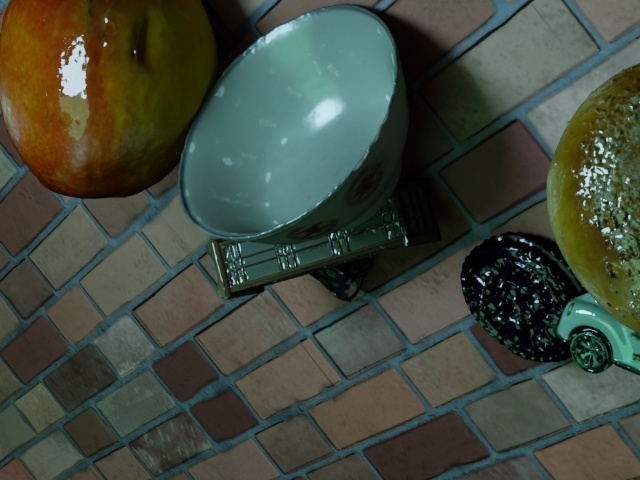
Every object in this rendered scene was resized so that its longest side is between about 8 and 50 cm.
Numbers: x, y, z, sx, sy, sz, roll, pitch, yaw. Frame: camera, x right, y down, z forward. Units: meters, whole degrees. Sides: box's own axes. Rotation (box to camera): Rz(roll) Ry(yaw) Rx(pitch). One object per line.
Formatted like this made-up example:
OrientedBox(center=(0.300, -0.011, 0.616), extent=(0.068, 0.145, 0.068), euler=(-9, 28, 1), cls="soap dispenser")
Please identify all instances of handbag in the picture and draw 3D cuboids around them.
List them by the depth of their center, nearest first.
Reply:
OrientedBox(center=(0.020, 0.038, 2.116), extent=(0.115, 0.072, 0.139), euler=(30, 154, 27), cls="handbag")

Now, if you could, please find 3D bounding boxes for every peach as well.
OrientedBox(center=(-0.281, -0.232, 1.982), extent=(0.290, 0.372, 0.372), euler=(22, 139, 7), cls="peach")

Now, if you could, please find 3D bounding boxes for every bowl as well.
OrientedBox(center=(0.000, -0.113, 1.848), extent=(0.337, 0.337, 0.157), euler=(5, 155, 45), cls="bowl")

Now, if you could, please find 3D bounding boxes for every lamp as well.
OrientedBox(center=(0.000, 0.000, 1.984), extent=(0.325, 0.090, 0.089), euler=(-16, 86, 35), cls="lamp")

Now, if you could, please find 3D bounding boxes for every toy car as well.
OrientedBox(center=(0.417, 0.104, 1.681), extent=(0.306, 0.136, 0.125), euler=(21, 123, 35), cls="toy car")

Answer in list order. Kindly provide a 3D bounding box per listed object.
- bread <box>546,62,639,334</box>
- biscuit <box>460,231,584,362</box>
OrientedBox(center=(0.376, -0.040, 1.469), extent=(0.305, 0.305, 0.159), euler=(48, 180, 3), cls="bread")
OrientedBox(center=(0.263, 0.072, 1.884), extent=(0.195, 0.053, 0.194), euler=(29, 140, 27), cls="biscuit")
